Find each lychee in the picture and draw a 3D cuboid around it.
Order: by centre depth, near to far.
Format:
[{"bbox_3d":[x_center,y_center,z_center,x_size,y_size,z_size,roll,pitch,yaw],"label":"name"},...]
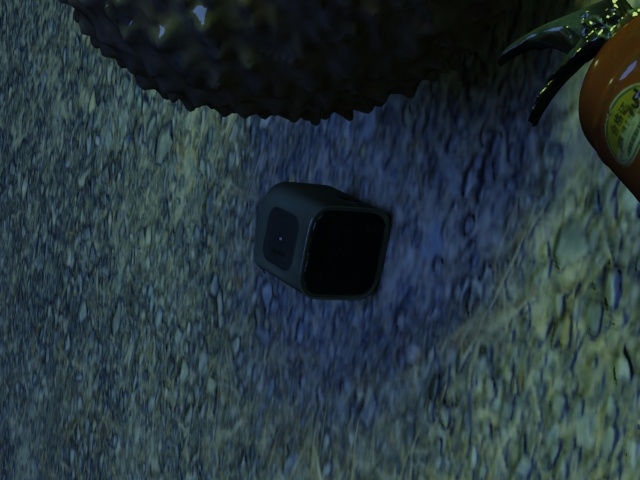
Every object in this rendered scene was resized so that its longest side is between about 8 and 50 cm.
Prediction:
[{"bbox_3d":[-0.021,-0.279,0.811,0.432,0.380,0.380,-84,15,-64],"label":"lychee"}]

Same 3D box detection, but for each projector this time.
[{"bbox_3d":[0.000,0.000,0.995,0.082,0.083,0.083,28,111,54],"label":"projector"}]

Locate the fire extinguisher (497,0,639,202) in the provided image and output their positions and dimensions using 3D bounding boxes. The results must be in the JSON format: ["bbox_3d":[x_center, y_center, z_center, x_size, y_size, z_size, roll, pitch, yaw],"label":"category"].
[{"bbox_3d":[0.262,-0.049,0.618,0.200,0.113,0.376,-32,51,0],"label":"fire extinguisher"}]
